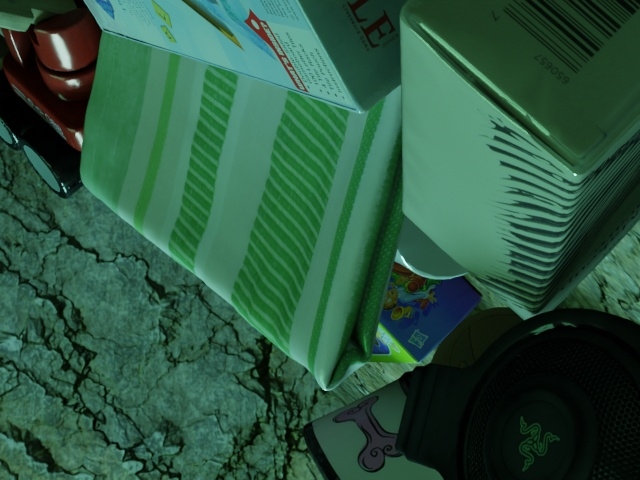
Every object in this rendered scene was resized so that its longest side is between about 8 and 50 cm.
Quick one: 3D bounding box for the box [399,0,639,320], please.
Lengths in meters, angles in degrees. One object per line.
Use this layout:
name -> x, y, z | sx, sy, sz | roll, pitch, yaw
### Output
box -> 0.100, -0.056, 0.813 | 0.094, 0.113, 0.275 | 43, 173, 12

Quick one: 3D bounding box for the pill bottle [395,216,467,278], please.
pill bottle -> 0.019, -0.061, 1.141 | 0.221, 0.124, 0.124 | 36, 168, 51

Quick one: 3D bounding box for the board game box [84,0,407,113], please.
board game box -> -0.103, -0.226, 0.904 | 0.318, 0.066, 0.319 | 25, 149, 59

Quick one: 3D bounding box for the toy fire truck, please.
toy fire truck -> -0.232, -0.166, 1.355 | 0.217, 0.158, 0.246 | 43, 162, 29

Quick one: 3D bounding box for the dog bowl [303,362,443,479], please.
dog bowl -> 0.171, 0.275, 1.732 | 0.408, 0.150, 0.408 | 49, -176, -4

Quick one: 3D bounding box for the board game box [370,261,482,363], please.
board game box -> 0.000, 0.000, 1.704 | 0.233, 0.078, 0.347 | 46, 172, -3

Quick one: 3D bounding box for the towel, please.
towel -> -0.046, -0.086, 1.093 | 0.038, 0.248, 0.325 | -1, -157, -34

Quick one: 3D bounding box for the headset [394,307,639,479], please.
headset -> 0.176, 0.142, 0.895 | 0.243, 0.185, 0.394 | 16, 175, -17

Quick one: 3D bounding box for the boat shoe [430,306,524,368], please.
boat shoe -> 0.209, 0.165, 1.318 | 0.341, 0.121, 0.110 | 37, 168, 40
